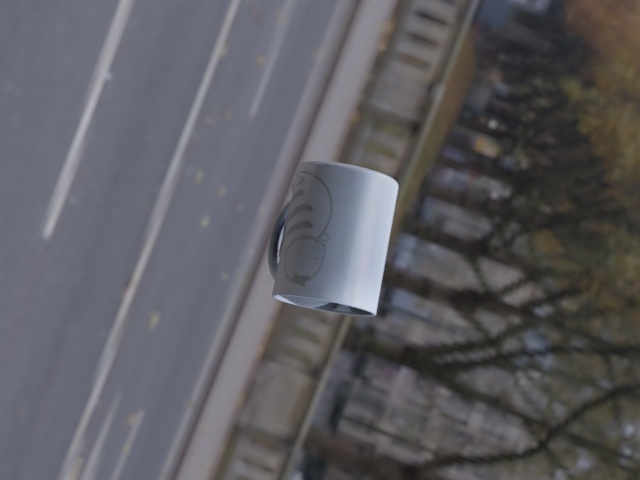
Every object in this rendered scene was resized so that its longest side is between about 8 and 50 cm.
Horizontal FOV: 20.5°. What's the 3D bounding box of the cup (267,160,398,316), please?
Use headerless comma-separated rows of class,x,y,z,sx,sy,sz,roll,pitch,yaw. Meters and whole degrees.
cup,-0.002,-0.002,1.657,0.099,0.136,0.133,25,74,-65
